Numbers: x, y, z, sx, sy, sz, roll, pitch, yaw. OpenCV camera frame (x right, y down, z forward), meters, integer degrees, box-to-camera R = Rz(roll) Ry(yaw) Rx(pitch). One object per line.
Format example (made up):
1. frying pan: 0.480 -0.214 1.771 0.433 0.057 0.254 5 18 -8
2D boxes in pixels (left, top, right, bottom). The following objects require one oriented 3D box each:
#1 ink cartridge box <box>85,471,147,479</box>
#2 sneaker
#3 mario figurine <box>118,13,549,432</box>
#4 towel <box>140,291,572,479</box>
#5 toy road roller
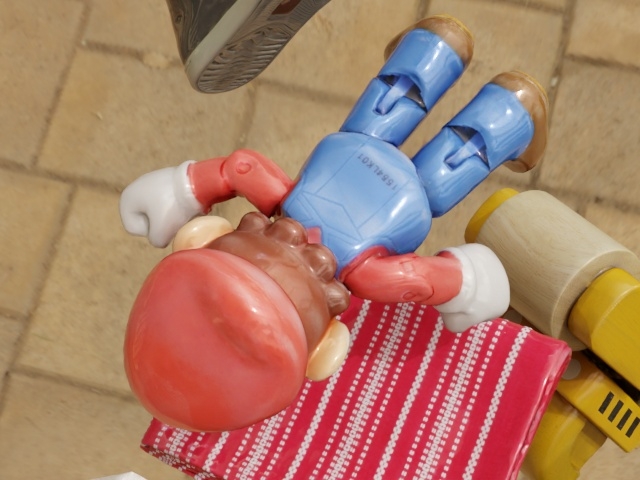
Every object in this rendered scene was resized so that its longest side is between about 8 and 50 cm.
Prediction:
1. ink cartridge box: -0.119 0.243 0.619 0.226 0.306 0.131 38 54 -25
2. sneaker: -0.037 -0.203 0.726 0.222 0.083 0.118 -38 71 35
3. mario figurine: 0.000 0.000 0.750 0.320 0.170 0.198 -43 42 -20
4. towel: 0.021 0.115 0.814 0.275 0.031 0.199 20 73 24
5. toy road roller: 0.252 0.124 1.204 0.240 0.329 0.202 -49 44 2
